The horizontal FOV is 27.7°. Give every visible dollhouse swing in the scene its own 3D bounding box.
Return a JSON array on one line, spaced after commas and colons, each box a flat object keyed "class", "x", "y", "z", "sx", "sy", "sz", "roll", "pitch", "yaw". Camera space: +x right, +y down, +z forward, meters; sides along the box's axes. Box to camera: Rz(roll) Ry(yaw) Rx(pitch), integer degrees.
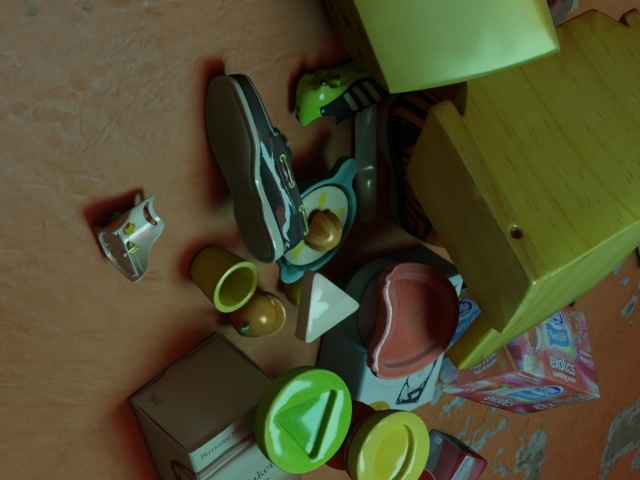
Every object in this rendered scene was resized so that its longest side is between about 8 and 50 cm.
[{"class": "dollhouse swing", "x": 0.257, "y": -0.054, "z": 1.602, "sx": 0.347, "sy": 0.315, "sz": 0.305, "roll": -29, "pitch": 178, "yaw": -29}]

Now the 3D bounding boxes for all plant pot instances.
[{"class": "plant pot", "x": 0.107, "y": -0.283, "z": 1.417, "sx": 0.187, "sy": 0.212, "sz": 0.212, "roll": -29, "pitch": 125, "yaw": -5}]

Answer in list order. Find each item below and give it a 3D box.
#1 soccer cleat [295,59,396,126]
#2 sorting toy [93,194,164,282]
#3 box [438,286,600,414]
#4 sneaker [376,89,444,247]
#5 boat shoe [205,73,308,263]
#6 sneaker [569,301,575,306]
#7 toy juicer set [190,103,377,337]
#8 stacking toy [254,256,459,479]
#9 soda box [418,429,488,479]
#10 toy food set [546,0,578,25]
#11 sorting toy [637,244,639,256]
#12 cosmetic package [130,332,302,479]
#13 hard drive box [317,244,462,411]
[{"class": "soccer cleat", "x": 0.042, "y": -0.182, "z": 1.568, "sx": 0.179, "sy": 0.060, "sz": 0.072, "roll": -15, "pitch": 138, "yaw": -34}, {"class": "sorting toy", "x": -0.204, "y": -0.011, "z": 1.432, "sx": 0.075, "sy": 0.045, "sz": 0.083, "roll": -45, "pitch": 143, "yaw": -26}, {"class": "box", "x": 0.305, "y": 0.169, "z": 2.022, "sx": 0.142, "sy": 0.154, "sz": 0.300, "roll": -18, "pitch": 156, "yaw": 29}, {"class": "sneaker", "x": 0.181, "y": -0.061, "z": 1.710, "sx": 0.124, "sy": 0.180, "sz": 0.321, "roll": -47, "pitch": 144, "yaw": -11}, {"class": "boat shoe", "x": -0.069, "y": -0.088, "z": 1.467, "sx": 0.069, "sy": 0.081, "sz": 0.227, "roll": -31, "pitch": 121, "yaw": -34}, {"class": "sneaker", "x": 0.422, "y": 0.067, "z": 2.190, "sx": 0.152, "sy": 0.058, "sz": 0.084, "roll": -27, "pitch": 130, "yaw": -27}, {"class": "toy juicer set", "x": 0.000, "y": 0.000, "z": 1.630, "sx": 0.329, "sy": 0.089, "sz": 0.209, "roll": -45, "pitch": 143, "yaw": -15}, {"class": "stacking toy", "x": 0.021, "y": 0.158, "z": 1.639, "sx": 0.280, "sy": 0.130, "sz": 0.308, "roll": 13, "pitch": 94, "yaw": -39}, {"class": "soda box", "x": 0.167, "y": 0.454, "z": 2.188, "sx": 0.263, "sy": 0.083, "sz": 0.092, "roll": -58, "pitch": 144, "yaw": 3}, {"class": "toy food set", "x": 0.301, "y": -0.319, "z": 1.763, "sx": 0.192, "sy": 0.038, "sz": 0.132, "roll": -34, "pitch": 139, "yaw": -26}, {"class": "sorting toy", "x": 0.633, "y": -0.058, "z": 2.360, "sx": 0.193, "sy": 0.038, "sz": 0.208, "roll": -46, "pitch": 148, "yaw": -12}, {"class": "cosmetic package", "x": -0.122, "y": 0.285, "z": 1.682, "sx": 0.153, "sy": 0.129, "sz": 0.296, "roll": -37, "pitch": 140, "yaw": -22}, {"class": "hard drive box", "x": 0.093, "y": 0.143, "z": 1.851, "sx": 0.181, "sy": 0.089, "sz": 0.232, "roll": -18, "pitch": 130, "yaw": -40}]
